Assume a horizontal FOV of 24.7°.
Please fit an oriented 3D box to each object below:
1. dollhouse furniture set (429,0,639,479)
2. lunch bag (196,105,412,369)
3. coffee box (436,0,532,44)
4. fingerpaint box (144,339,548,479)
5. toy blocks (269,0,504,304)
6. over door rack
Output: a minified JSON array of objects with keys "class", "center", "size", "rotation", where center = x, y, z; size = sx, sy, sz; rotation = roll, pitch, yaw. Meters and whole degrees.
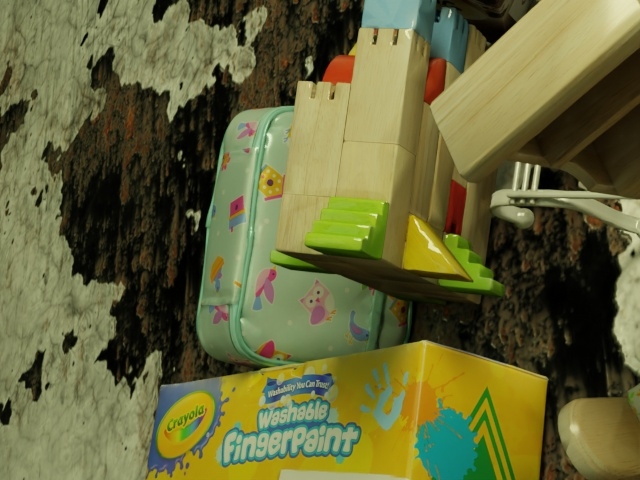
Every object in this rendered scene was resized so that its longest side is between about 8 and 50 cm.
[{"class":"dollhouse furniture set","center":[0.280,0.031,0.942],"size":[0.362,0.256,0.394],"rotation":[-42,57,37]},{"class":"lunch bag","center":[0.000,0.000,1.500],"size":[0.108,0.224,0.279],"rotation":[-4,76,61]},{"class":"coffee box","center":[0.120,-0.284,1.374],"size":[0.297,0.168,0.119],"rotation":[11,-78,-79]},{"class":"fingerpaint box","center":[-0.004,0.311,1.386],"size":[0.445,0.163,0.371],"rotation":[-17,61,52]},{"class":"toy blocks","center":[0.077,-0.092,1.315],"size":[0.191,0.381,0.261],"rotation":[5,82,23]},{"class":"over door rack","center":[0.308,-0.128,1.228],"size":[0.324,0.108,0.239],"rotation":[-3,70,40]}]
